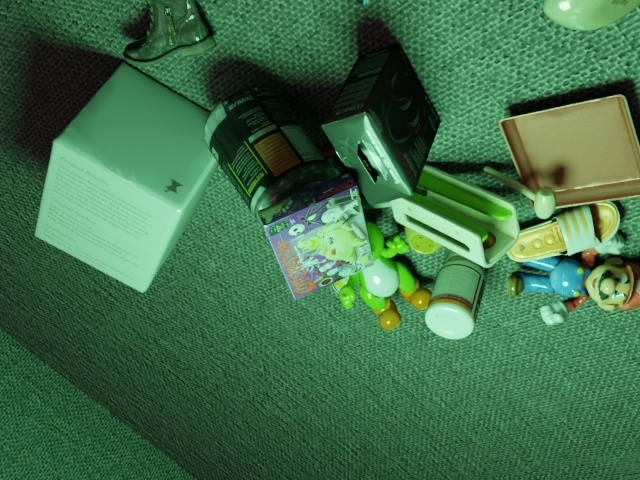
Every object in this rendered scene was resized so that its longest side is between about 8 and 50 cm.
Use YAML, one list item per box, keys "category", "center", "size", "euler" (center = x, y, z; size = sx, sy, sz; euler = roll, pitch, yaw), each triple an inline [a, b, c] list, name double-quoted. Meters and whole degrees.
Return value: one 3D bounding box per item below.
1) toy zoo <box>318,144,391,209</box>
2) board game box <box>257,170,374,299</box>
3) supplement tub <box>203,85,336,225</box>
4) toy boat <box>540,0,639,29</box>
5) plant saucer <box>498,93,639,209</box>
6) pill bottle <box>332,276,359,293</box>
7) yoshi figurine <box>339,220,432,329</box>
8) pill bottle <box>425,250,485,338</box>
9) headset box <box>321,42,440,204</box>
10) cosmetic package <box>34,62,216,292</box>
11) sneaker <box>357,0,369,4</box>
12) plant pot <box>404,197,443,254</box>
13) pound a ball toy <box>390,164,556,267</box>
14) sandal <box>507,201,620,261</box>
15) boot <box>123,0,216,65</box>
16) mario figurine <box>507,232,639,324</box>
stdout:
- category: "toy zoo"
  center: [0.093, -0.156, 1.962]
  size: [0.293, 0.030, 0.192]
  euler: [-7, 129, 31]
- category: "board game box"
  center: [0.000, 0.000, 1.742]
  size: [0.208, 0.056, 0.346]
  euler: [-21, 150, -1]
- category: "supplement tub"
  center: [-0.102, -0.167, 1.809]
  size: [0.338, 0.207, 0.207]
  euler: [55, 144, 23]
- category: "toy boat"
  center: [0.495, -0.491, 1.315]
  size: [0.148, 0.268, 0.318]
  euler: [53, 123, 19]
- category: "plant saucer"
  center: [0.541, -0.188, 1.699]
  size: [0.259, 0.047, 0.259]
  euler: [-8, 128, 32]
- category: "pill bottle"
  center: [0.079, 0.093, 2.197]
  size: [0.065, 0.065, 0.116]
  euler: [28, 139, -2]
- category: "yoshi figurine"
  center: [0.136, 0.068, 2.023]
  size: [0.203, 0.203, 0.362]
  euler: [-10, 127, 43]
- category: "pill bottle"
  center: [0.339, 0.125, 1.985]
  size: [0.121, 0.221, 0.121]
  euler: [13, 137, 13]
- category: "headset box"
  center: [0.129, -0.233, 1.668]
  size: [0.110, 0.293, 0.218]
  euler: [-12, 125, 34]
- category: "cosmetic package"
  center: [-0.471, -0.148, 2.023]
  size: [0.330, 0.327, 0.393]
  euler: [30, 139, -6]
- category: "sneaker"
  center: [0.053, -0.536, 1.552]
  size: [0.078, 0.067, 0.188]
  euler: [4, 150, 31]
- category: "plant pot"
  center: [0.262, -0.022, 1.968]
  size: [0.134, 0.095, 0.134]
  euler: [13, 137, 13]
- category: "pound a ball toy"
  center: [0.344, -0.063, 1.808]
  size: [0.319, 0.208, 0.135]
  euler: [30, 152, 42]
- category: "sandal"
  center: [0.541, -0.007, 1.809]
  size: [0.265, 0.076, 0.101]
  euler: [-23, 89, 25]
- category: "boot"
  center: [-0.362, -0.518, 1.787]
  size: [0.263, 0.091, 0.228]
  euler: [-4, 125, 24]
- category: "mario figurine"
  center: [0.599, 0.087, 1.863]
  size: [0.321, 0.170, 0.198]
  euler: [8, 134, 21]
